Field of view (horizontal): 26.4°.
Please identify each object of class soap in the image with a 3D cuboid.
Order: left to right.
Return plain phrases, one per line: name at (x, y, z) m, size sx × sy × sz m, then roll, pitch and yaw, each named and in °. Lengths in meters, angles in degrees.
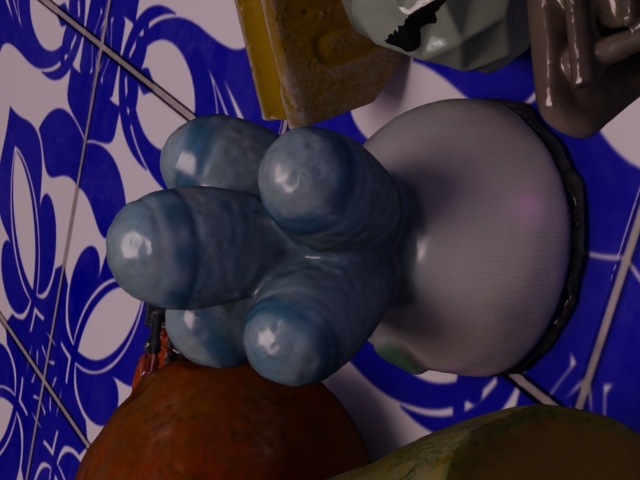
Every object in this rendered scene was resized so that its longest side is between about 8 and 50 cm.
soap at (-0.004, -0.227, 1.172) m, size 0.073 × 0.140 × 0.232 m, roll 27°, pitch 133°, yaw 58°

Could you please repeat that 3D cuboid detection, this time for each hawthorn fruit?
hawthorn fruit at (-0.078, 0.210, 1.227) m, size 0.277 × 0.277 × 0.298 m, roll -32°, pitch 44°, yaw 53°

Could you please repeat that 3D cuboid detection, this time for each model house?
model house at (0.228, -0.189, 0.854) m, size 0.188 × 0.122 × 0.229 m, roll -19°, pitch 67°, yaw 51°

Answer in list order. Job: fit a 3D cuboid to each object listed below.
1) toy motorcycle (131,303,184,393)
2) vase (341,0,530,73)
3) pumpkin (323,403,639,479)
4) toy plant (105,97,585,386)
toy motorcycle at (-0.149, 0.153, 1.441) m, size 0.221 × 0.148 × 0.325 m, roll -92°, pitch 17°, yaw -51°
vase at (0.128, -0.311, 0.998) m, size 0.165 × 0.165 × 0.360 m, roll 41°, pitch 120°, yaw 51°
pumpkin at (0.128, 0.250, 0.839) m, size 0.199 × 0.332 × 0.332 m, roll -49°, pitch 49°, yaw 37°
toy plant at (0.000, 0.000, 1.020) m, size 0.247 × 0.332 × 0.247 m, roll 4°, pitch 95°, yaw 58°
